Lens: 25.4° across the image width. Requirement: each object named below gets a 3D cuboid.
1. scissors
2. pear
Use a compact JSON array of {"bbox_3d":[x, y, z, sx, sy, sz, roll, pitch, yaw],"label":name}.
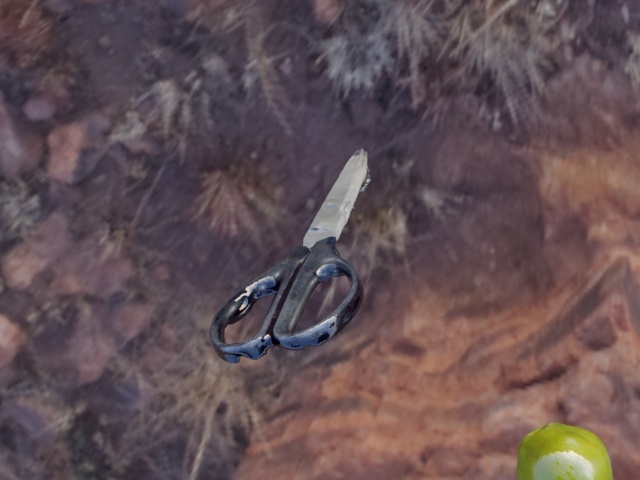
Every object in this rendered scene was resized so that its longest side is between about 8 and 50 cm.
[{"bbox_3d":[0.000,0.000,1.047,0.109,0.300,0.022,-12,114,21],"label":"scissors"},{"bbox_3d":[0.226,0.213,1.299,0.092,0.092,0.097,-24,92,23],"label":"pear"}]
